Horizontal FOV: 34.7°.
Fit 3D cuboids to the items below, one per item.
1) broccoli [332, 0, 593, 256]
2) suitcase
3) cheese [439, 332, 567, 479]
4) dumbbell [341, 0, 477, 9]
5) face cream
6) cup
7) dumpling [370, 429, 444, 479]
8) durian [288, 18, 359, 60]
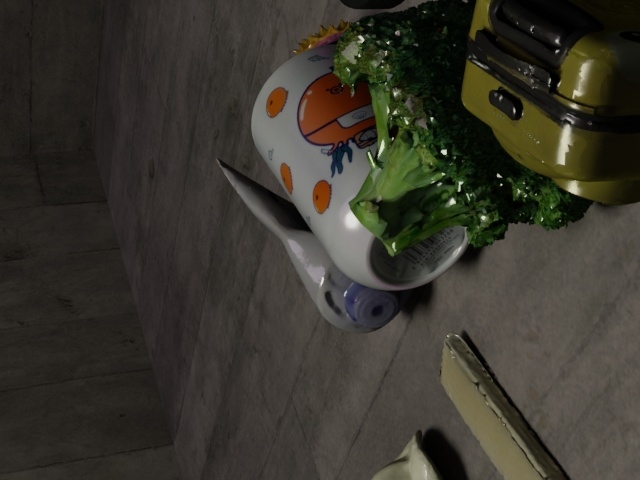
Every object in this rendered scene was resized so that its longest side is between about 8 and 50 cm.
[{"bbox_3d":[0.136,-0.110,1.052,0.275,0.308,0.308,-47,39,11],"label":"broccoli"},{"bbox_3d":[0.243,-0.126,0.833,0.194,0.235,0.143,-127,37,-52],"label":"suitcase"},{"bbox_3d":[0.240,0.266,1.223,0.400,0.034,0.085,-122,33,-48],"label":"cheese"},{"bbox_3d":[0.126,-0.324,1.094,0.152,0.218,0.152,174,90,-67],"label":"dumbbell"},{"bbox_3d":[0.000,0.000,1.545,0.137,0.235,0.420,-56,35,10],"label":"face cream"},{"bbox_3d":[0.062,-0.089,1.339,0.317,0.212,0.212,-123,34,-45],"label":"cup"},{"bbox_3d":[0.127,0.387,1.420,0.162,0.132,0.250,132,144,-73],"label":"dumpling"},{"bbox_3d":[0.018,-0.224,1.553,0.186,0.154,0.260,-84,4,-70],"label":"durian"}]
